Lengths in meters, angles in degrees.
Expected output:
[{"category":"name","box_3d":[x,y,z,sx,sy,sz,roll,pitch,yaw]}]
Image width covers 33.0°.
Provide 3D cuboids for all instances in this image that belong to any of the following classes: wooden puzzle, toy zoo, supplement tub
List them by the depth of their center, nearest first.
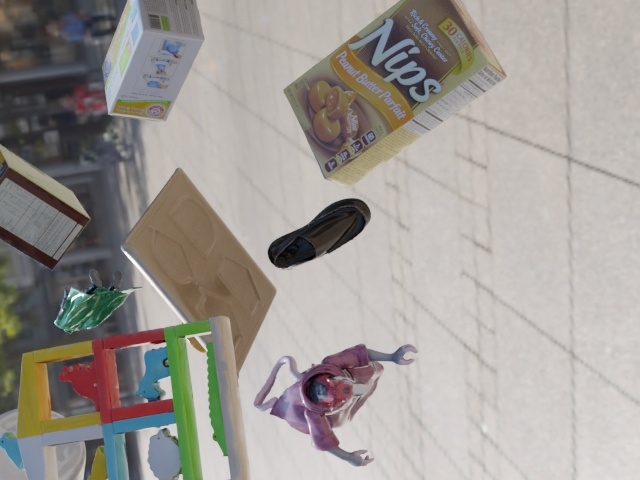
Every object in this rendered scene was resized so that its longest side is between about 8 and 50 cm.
[{"category":"toy zoo","box_3d":[-0.229,0.203,1.209,0.030,0.293,0.193,27,-127,-72]},{"category":"wooden puzzle","box_3d":[-0.230,0.064,2.016,0.322,0.080,0.348,53,-157,-17]},{"category":"supplement tub","box_3d":[-0.564,0.499,2.073,0.207,0.207,0.338,-112,29,-43]}]

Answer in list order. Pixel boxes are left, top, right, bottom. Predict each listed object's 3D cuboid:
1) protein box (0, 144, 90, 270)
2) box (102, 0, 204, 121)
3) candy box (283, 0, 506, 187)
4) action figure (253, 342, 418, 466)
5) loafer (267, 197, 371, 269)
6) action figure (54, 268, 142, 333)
[{"category":"protein box","box_3d":[-0.610,-0.073,2.220,0.201,0.136,0.200,36,-178,-31]},{"category":"box","box_3d":[-0.276,-0.303,1.762,0.203,0.103,0.114,-55,40,45]},{"category":"candy box","box_3d":[0.112,-0.248,1.711,0.087,0.316,0.183,15,-136,-59]},{"category":"action figure","box_3d":[0.017,0.267,2.053,0.370,0.275,0.248,68,-133,-79]},{"category":"loafer","box_3d":[0.000,0.000,2.038,0.080,0.220,0.078,54,-167,-17]},{"category":"action figure","box_3d":[-0.448,0.124,2.064,0.232,0.137,0.064,-41,52,47]}]
